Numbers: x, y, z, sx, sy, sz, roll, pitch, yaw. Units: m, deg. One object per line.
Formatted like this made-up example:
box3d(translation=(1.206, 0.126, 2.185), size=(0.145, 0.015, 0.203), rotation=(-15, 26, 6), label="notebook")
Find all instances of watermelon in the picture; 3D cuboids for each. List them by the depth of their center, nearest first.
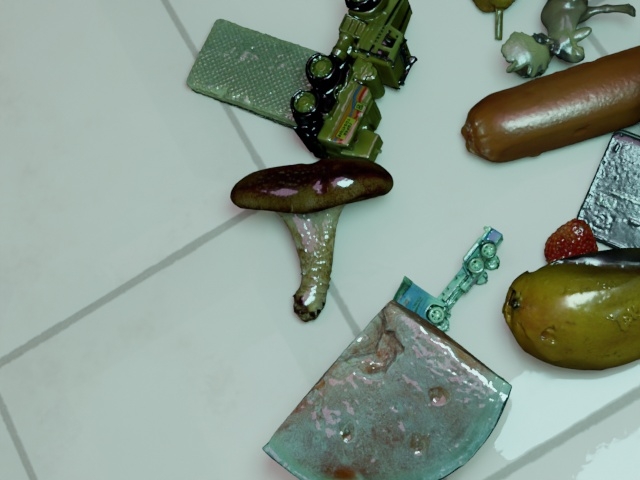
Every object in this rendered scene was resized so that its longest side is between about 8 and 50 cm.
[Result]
box3d(translation=(0.082, 0.195, 1.403), size=(0.318, 0.148, 0.226), rotation=(-15, 92, 9), label="watermelon")

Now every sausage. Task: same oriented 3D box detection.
box3d(translation=(0.362, -0.190, 1.499), size=(0.348, 0.094, 0.097), rotation=(-17, 73, 6), label="sausage")

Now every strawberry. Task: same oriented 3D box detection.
box3d(translation=(0.331, 0.008, 1.451), size=(0.073, 0.083, 0.073), rotation=(-4, 57, 6), label="strawberry")

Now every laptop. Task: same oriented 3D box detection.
box3d(translation=(0.454, -0.043, 1.450), size=(0.207, 0.026, 0.154), rotation=(25, 99, 18), label="laptop")

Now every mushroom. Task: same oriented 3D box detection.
box3d(translation=(0.000, 0.000, 1.521), size=(0.226, 0.148, 0.218), rotation=(-8, 90, 20), label="mushroom")

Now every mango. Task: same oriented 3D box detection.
box3d(translation=(0.356, 0.086, 1.394), size=(0.248, 0.156, 0.151), rotation=(-10, 94, -6), label="mango")

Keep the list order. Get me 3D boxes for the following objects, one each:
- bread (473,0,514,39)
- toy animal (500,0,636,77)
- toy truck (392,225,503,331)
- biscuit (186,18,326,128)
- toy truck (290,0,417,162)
box3d(translation=(0.252, -0.460, 1.574), size=(0.084, 0.124, 0.344), rotation=(-10, 102, -31), label="bread")
box3d(translation=(0.339, -0.310, 1.531), size=(0.186, 0.094, 0.214), rotation=(-15, 42, 26), label="toy animal")
box3d(translation=(0.171, 0.048, 1.483), size=(0.081, 0.067, 0.175), rotation=(37, 84, 21), label="toy truck")
box3d(translation=(-0.091, -0.249, 1.644), size=(0.199, 0.040, 0.121), rotation=(21, 77, 18), label="biscuit")
box3d(translation=(0.059, -0.239, 1.561), size=(0.127, 0.127, 0.257), rotation=(17, 76, 21), label="toy truck")
